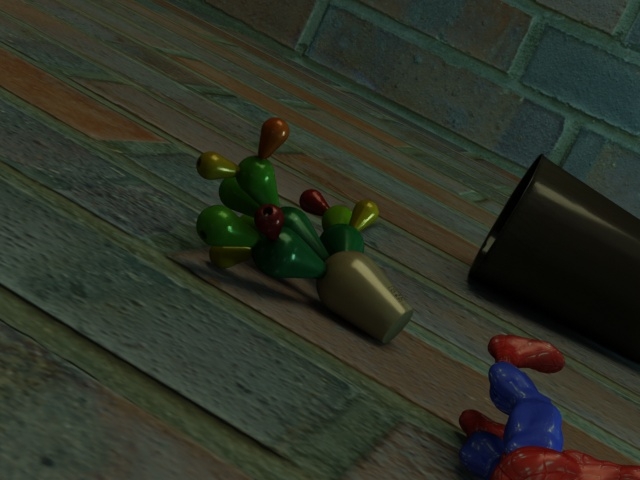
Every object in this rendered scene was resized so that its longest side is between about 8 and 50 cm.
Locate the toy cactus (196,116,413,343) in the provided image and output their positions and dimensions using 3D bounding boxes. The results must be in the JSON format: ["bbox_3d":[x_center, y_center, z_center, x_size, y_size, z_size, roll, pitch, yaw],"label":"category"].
[{"bbox_3d":[0.000,0.000,0.831,0.180,0.112,0.219,41,8,19],"label":"toy cactus"}]

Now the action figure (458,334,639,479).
[{"bbox_3d":[0.138,0.128,0.547,0.139,0.091,0.280,19,11,7],"label":"action figure"}]

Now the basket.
[{"bbox_3d":[0.297,0.029,1.188,0.227,0.154,0.204,31,10,4],"label":"basket"}]
